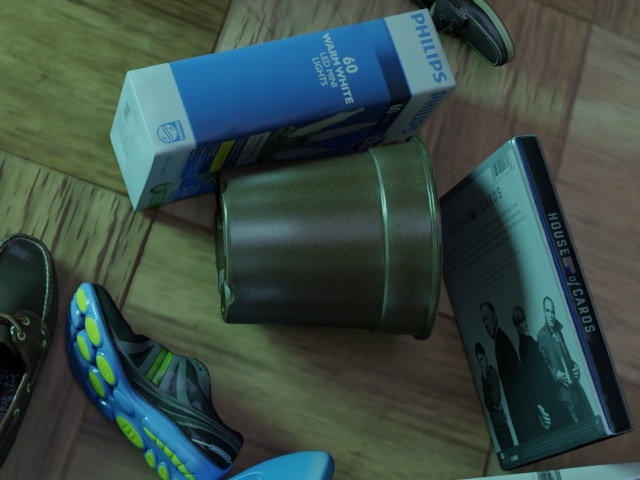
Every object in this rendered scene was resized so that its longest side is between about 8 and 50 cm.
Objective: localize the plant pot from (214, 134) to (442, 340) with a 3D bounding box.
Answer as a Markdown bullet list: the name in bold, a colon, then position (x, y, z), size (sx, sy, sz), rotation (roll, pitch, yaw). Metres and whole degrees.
- **plant pot**: position (0.000, 0.000, 1.065), size (0.165, 0.167, 0.167), rotation (-1, 73, -8)

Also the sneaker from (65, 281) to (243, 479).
- **sneaker**: position (-0.133, 0.112, 1.046), size (0.188, 0.067, 0.078), rotation (50, 46, 6)

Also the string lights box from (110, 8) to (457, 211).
- **string lights box**: position (-0.034, -0.109, 1.097), size (0.259, 0.133, 0.077), rotation (-15, 77, -19)

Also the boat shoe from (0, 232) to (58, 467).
- **boat shoe**: position (-0.245, 0.087, 1.012), size (0.073, 0.073, 0.207), rotation (12, 69, -10)

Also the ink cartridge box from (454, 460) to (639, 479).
- **ink cartridge box**: position (0.195, 0.280, 1.034), size (0.272, 0.114, 0.197), rotation (-4, 74, -9)

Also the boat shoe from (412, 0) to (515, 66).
- **boat shoe**: position (0.116, -0.212, 1.217), size (0.049, 0.056, 0.152), rotation (-37, 76, -17)

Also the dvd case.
- **dvd case**: position (0.161, 0.056, 1.073), size (0.029, 0.179, 0.239), rotation (-10, 76, -22)

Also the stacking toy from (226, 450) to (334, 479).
- **stacking toy**: position (0.000, 0.319, 0.961), size (0.175, 0.166, 0.302), rotation (-32, 93, 10)
